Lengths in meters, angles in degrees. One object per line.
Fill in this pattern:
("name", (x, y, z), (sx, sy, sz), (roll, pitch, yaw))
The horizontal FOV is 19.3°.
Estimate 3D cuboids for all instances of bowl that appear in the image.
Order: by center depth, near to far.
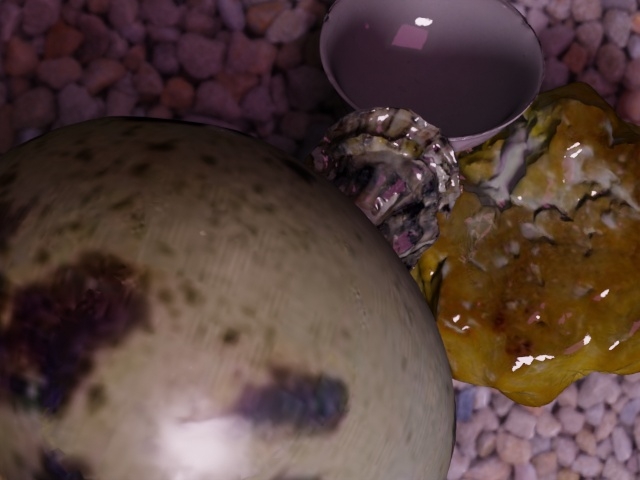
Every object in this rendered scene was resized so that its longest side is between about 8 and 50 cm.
("bowl", (0.087, -0.130, 1.576), (0.189, 0.189, 0.086), (-18, 147, -21))

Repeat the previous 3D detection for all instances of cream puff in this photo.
("cream puff", (0.198, 0.007, 1.631), (0.282, 0.185, 0.281), (-2, 80, 12))

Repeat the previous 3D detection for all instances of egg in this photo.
("egg", (-0.091, 0.094, 1.351), (0.428, 0.345, 0.345), (23, 89, -29))

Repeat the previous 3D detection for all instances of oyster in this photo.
("oyster", (0.000, -0.002, 1.526), (0.252, 0.087, 0.199), (-18, 128, 5))
